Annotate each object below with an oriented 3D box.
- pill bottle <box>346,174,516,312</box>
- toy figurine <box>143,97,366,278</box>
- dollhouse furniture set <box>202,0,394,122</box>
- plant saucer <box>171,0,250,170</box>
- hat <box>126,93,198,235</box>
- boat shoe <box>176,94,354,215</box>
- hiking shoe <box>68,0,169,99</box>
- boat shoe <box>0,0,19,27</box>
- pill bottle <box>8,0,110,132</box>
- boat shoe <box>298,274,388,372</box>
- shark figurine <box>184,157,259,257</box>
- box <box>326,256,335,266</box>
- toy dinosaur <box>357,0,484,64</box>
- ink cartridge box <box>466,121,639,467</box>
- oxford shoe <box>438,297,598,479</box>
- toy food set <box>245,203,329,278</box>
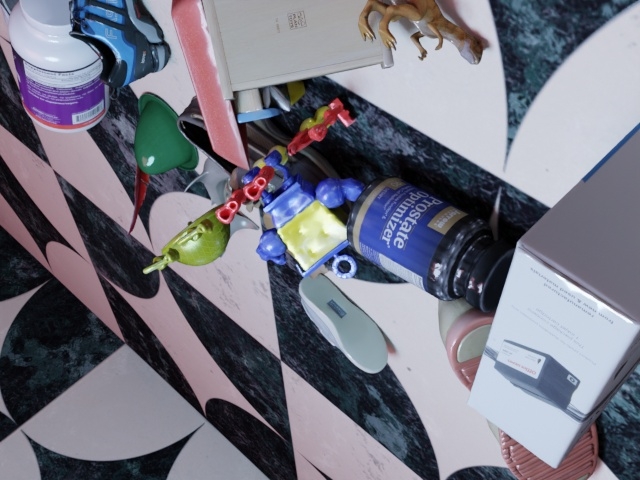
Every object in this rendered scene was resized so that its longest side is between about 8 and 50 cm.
[{"bbox_3d":[0.152,0.006,1.078,0.219,0.123,0.122,29,147,33],"label":"pill bottle"},{"bbox_3d":[-0.045,-0.004,1.159,0.217,0.362,0.191,48,-164,-12],"label":"toy figurine"},{"bbox_3d":[-0.039,-0.312,1.035,0.303,0.198,0.286,-101,0,-81],"label":"dollhouse furniture set"},{"bbox_3d":[-0.155,-0.262,1.119,0.259,0.048,0.258,-100,-2,-53],"label":"plant saucer"},{"bbox_3d":[-0.363,-0.160,1.603,0.208,0.183,0.173,53,154,-5],"label":"hat"},{"bbox_3d":[-0.095,-0.109,1.307,0.355,0.130,0.132,42,153,17],"label":"boat shoe"},{"bbox_3d":[-0.381,-0.405,1.370,0.113,0.132,0.304,1,126,57],"label":"hiking shoe"},{"bbox_3d":[-0.598,-0.514,1.618,0.119,0.121,0.335,33,161,16],"label":"boat shoe"},{"bbox_3d":[-0.503,-0.361,1.565,0.181,0.181,0.323,46,153,10],"label":"pill bottle"},{"bbox_3d":[0.042,0.161,1.520,0.227,0.079,0.081,49,161,17],"label":"boat shoe"},{"bbox_3d":[-0.204,-0.097,1.523,0.166,0.116,0.278,44,151,16],"label":"shark figurine"},{"bbox_3d":[0.000,0.000,1.429,0.067,0.018,0.083,37,151,26],"label":"box"},{"bbox_3d":[0.091,-0.266,0.871,0.211,0.112,0.064,51,169,-14],"label":"toy dinosaur"},{"bbox_3d":[0.286,0.066,0.831,0.129,0.223,0.307,37,151,24],"label":"ink cartridge box"},{"bbox_3d":[0.291,0.217,1.177,0.397,0.140,0.146,59,-174,-28],"label":"oxford shoe"},{"bbox_3d":[-0.052,-0.016,1.442,0.192,0.038,0.132,47,163,0],"label":"toy food set"}]
